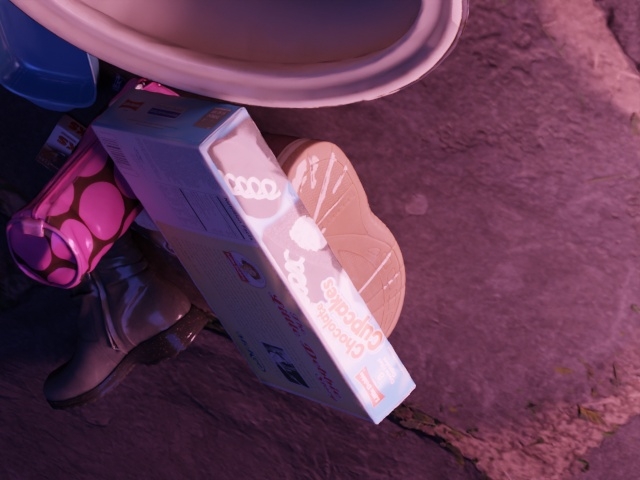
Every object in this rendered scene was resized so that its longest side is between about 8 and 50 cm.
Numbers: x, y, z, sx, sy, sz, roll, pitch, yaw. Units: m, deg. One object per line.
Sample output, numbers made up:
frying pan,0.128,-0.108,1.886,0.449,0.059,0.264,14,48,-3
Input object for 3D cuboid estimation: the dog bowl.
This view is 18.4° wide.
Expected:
dog bowl,-0.074,-0.271,1.492,0.408,0.150,0.408,13,153,7

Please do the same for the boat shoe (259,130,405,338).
boat shoe,0.000,0.000,1.835,0.092,0.103,0.285,32,159,38

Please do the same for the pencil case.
pencil case,-0.201,-0.058,1.805,0.095,0.209,0.098,24,149,16

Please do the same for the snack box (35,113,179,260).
snack box,-0.193,-0.051,1.946,0.178,0.022,0.064,35,137,-5

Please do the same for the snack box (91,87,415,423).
snack box,-0.059,0.014,1.752,0.187,0.060,0.322,14,142,54

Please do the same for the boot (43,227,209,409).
boot,-0.239,0.070,2.064,0.246,0.083,0.161,-30,105,39

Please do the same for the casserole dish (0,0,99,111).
casserole dish,-0.259,-0.195,1.819,0.114,0.037,0.188,12,144,17
